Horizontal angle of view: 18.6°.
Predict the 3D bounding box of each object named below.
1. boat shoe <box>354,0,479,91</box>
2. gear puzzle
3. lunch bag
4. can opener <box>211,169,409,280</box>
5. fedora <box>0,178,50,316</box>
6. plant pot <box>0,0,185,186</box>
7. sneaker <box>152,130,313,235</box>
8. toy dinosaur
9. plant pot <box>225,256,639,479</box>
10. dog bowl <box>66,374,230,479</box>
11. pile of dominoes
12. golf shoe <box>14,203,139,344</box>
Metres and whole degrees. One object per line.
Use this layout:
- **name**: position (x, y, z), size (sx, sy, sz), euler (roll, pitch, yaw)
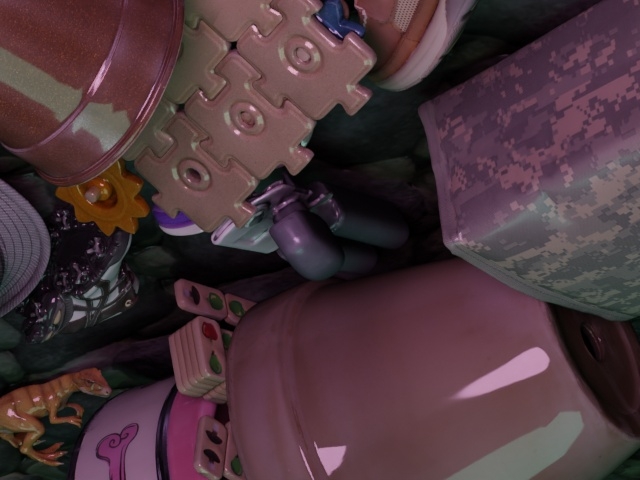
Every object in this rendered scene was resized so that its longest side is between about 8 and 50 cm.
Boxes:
- **boat shoe**: position (0.068, -0.207, 1.284), size (0.116, 0.123, 0.324), euler (31, 152, -3)
- **gear puzzle**: position (-0.092, -0.097, 1.404), size (0.175, 0.044, 0.339), euler (42, 136, -4)
- **lunch bag**: position (0.261, -0.053, 1.541), size (0.235, 0.169, 0.287), euler (-29, 141, 30)
- **can opener**: position (0.000, 0.000, 1.559), size (0.074, 0.093, 0.280), euler (-37, 166, 16)
- **fedora**: position (-0.354, 0.053, 1.546), size (0.275, 0.124, 0.244), euler (-17, 142, 19)
- **plant pot**: position (-0.202, -0.142, 1.257), size (0.165, 0.167, 0.167), euler (27, 135, -35)
- **sneaker**: position (-0.080, -0.071, 1.526), size (0.071, 0.068, 0.170), euler (30, 125, -29)
- **toy dinosaur**: position (-0.300, 0.171, 1.886), size (0.211, 0.064, 0.112), euler (-21, 133, 0)
- **plant pot**: position (0.123, 0.143, 1.688), size (0.280, 0.323, 0.323), euler (-28, 147, 27)
- **dog bowl**: position (-0.031, 0.277, 1.805), size (0.150, 0.408, 0.408), euler (-37, 142, 29)
- **pile of dominoes**: position (-0.028, 0.136, 1.753), size (0.040, 0.196, 0.251), euler (-33, 145, 32)
- **golf shoe**: position (-0.187, 0.020, 1.637), size (0.094, 0.077, 0.198), euler (-5, 159, -32)
